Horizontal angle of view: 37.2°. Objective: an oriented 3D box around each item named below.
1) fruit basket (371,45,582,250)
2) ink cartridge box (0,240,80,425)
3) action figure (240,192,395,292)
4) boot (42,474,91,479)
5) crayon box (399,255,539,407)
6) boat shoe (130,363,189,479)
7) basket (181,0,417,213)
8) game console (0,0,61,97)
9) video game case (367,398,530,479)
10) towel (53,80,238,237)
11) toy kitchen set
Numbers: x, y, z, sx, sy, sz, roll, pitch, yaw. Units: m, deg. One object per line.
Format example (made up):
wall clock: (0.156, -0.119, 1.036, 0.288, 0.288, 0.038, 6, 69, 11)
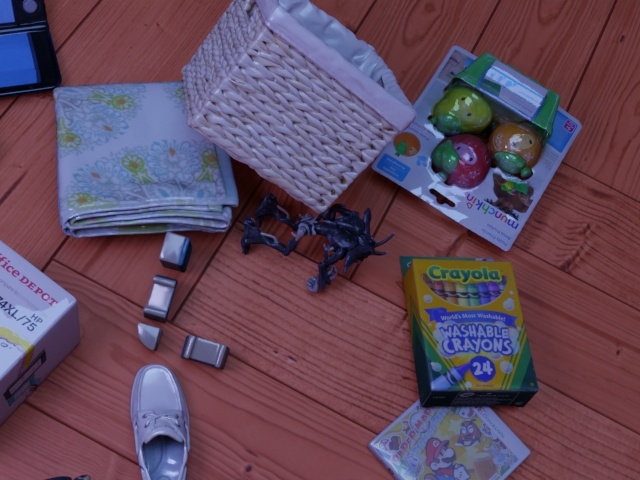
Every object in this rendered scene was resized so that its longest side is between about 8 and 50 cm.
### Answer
fruit basket: (0.330, -0.202, 1.950, 0.327, 0.165, 0.353, 33, 65, 6)
ink cartridge box: (-0.556, 0.169, 1.548, 0.198, 0.197, 0.270, 36, 61, 7)
action figure: (0.000, 0.000, 1.791, 0.276, 0.141, 0.164, 14, 58, 13)
boot: (-0.346, 0.503, 1.464, 0.378, 0.138, 0.284, -14, 67, -12)
crayon box: (0.272, 0.148, 1.784, 0.203, 0.083, 0.322, 2, 57, -11)
boat shoe: (-0.261, 0.328, 1.587, 0.098, 0.096, 0.277, -5, 64, -14)
basket: (-0.049, -0.278, 1.740, 0.331, 0.266, 0.328, 32, 20, -25)
game console: (-0.673, -0.417, 1.839, 0.293, 0.250, 0.173, -12, 31, -18)
video game case: (0.233, 0.376, 1.709, 0.227, 0.026, 0.206, -36, 75, -25)
towel: (-0.335, -0.165, 1.795, 0.321, 0.090, 0.374, -2, 51, -15)
toy kitchen set: (-0.225, 0.112, 1.716, 0.166, 0.122, 0.207, 16, 81, -4)
